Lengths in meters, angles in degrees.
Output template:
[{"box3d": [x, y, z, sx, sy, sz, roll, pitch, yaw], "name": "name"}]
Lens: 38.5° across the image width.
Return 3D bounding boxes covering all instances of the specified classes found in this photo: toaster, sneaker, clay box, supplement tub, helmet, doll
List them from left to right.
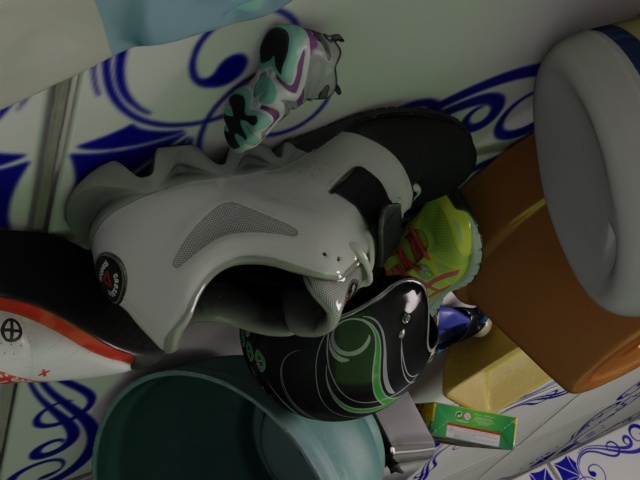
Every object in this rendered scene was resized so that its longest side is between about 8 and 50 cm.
[{"box3d": [-0.233, 0.064, 0.589, 0.145, 0.090, 0.270, -37, 151, 17], "name": "sneaker"}, {"box3d": [-0.016, -0.093, 0.586, 0.069, 0.038, 0.098, -6, 147, -41], "name": "sneaker"}, {"box3d": [0.000, 0.000, 0.661, 0.331, 0.146, 0.122, -17, 151, -30], "name": "sneaker"}, {"box3d": [0.016, 0.074, 0.785, 0.169, 0.169, 0.161, -25, 135, -12], "name": "helmet"}, {"box3d": [0.026, 0.230, 1.079, 0.110, 0.185, 0.168, 10, 134, -49], "name": "toaster"}, {"box3d": [0.086, 0.027, 0.884, 0.094, 0.081, 0.208, -9, 147, -23], "name": "sneaker"}, {"box3d": [0.195, 0.282, 1.388, 0.128, 0.053, 0.222, 12, 166, -8], "name": "clay box"}, {"box3d": [0.172, 0.107, 1.171, 0.129, 0.046, 0.189, -41, 153, 24], "name": "doll"}, {"box3d": [0.350, -0.081, 0.715, 0.316, 0.228, 0.228, -13, 155, -1], "name": "supplement tub"}]

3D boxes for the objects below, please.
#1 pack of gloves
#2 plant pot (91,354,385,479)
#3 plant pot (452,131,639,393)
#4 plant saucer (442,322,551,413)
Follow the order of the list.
[{"box3d": [-0.085, -0.137, 0.419, 0.232, 0.046, 0.195, -24, 154, -12], "name": "pack of gloves"}, {"box3d": [-0.054, 0.240, 0.922, 0.293, 0.293, 0.196, -46, 166, 32], "name": "plant pot"}, {"box3d": [0.282, 0.022, 0.942, 0.291, 0.203, 0.291, -24, 155, -12], "name": "plant pot"}, {"box3d": [0.336, 0.132, 1.363, 0.333, 0.081, 0.333, -34, 155, 8], "name": "plant saucer"}]
